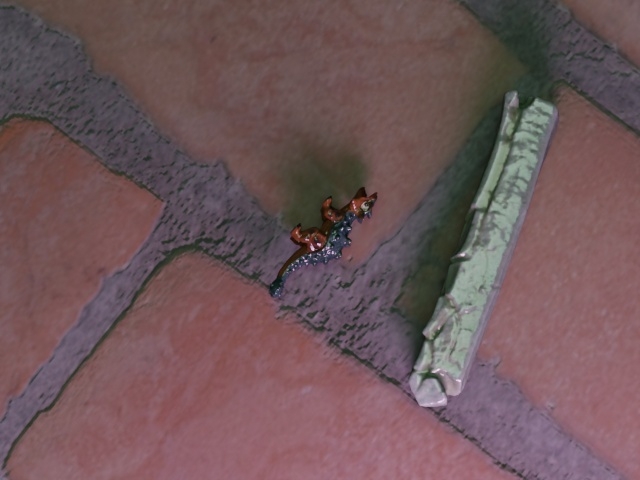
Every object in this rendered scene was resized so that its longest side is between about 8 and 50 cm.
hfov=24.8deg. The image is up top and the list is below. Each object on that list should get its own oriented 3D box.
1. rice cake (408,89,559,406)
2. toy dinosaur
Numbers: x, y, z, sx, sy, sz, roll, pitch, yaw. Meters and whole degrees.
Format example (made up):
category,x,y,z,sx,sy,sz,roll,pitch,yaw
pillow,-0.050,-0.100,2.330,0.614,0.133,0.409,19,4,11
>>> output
category,x,y,z,sx,sy,sz,roll,pitch,yaw
rice cake,0.165,0.011,1.477,0.063,0.066,0.336,18,84,12
toy dinosaur,0.000,0.000,1.490,0.055,0.049,0.154,44,82,2
